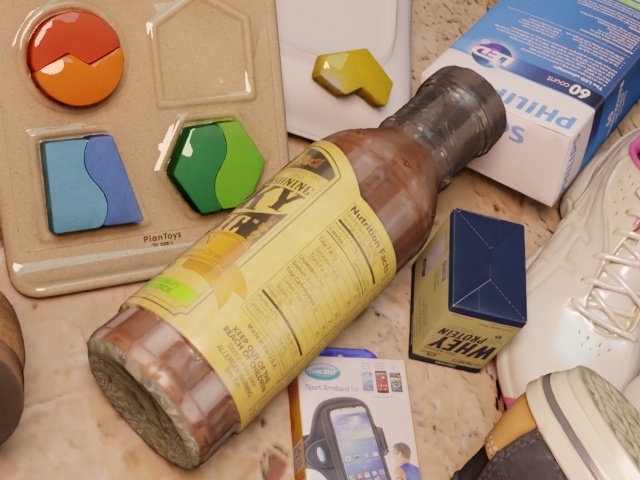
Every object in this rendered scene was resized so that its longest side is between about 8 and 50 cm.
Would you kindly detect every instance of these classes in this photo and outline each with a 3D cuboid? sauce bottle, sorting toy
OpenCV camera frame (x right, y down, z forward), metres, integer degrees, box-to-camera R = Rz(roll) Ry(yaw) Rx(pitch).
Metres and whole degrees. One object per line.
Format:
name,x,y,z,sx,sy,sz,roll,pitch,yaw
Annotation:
sauce bottle,0.000,0.000,0.733,0.111,0.111,0.344,42,60,9
sorting toy,-0.076,-0.095,0.763,0.307,0.041,0.229,-10,97,-24

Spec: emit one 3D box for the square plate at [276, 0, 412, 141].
square plate,-0.060,-0.262,0.865,0.344,0.049,0.347,16,64,-24

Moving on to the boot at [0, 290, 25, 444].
boot,-0.326,0.067,0.620,0.305,0.112,0.115,2,28,-14

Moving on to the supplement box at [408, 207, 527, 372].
supplement box,0.105,0.037,0.779,0.056,0.083,0.083,14,56,-12

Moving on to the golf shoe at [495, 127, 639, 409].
golf shoe,0.221,0.011,0.806,0.115,0.140,0.306,30,55,-1

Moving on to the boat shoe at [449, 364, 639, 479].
boat shoe,0.222,0.309,0.593,0.187,0.156,0.500,23,33,-59

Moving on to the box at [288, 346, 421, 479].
box,0.022,0.130,0.727,0.081,0.028,0.136,4,59,-17

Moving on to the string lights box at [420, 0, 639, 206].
string lights box,0.204,-0.153,0.919,0.133,0.077,0.259,29,52,22

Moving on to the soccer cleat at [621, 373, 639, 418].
soccer cleat,0.264,0.176,0.726,0.068,0.076,0.196,-32,97,-34
